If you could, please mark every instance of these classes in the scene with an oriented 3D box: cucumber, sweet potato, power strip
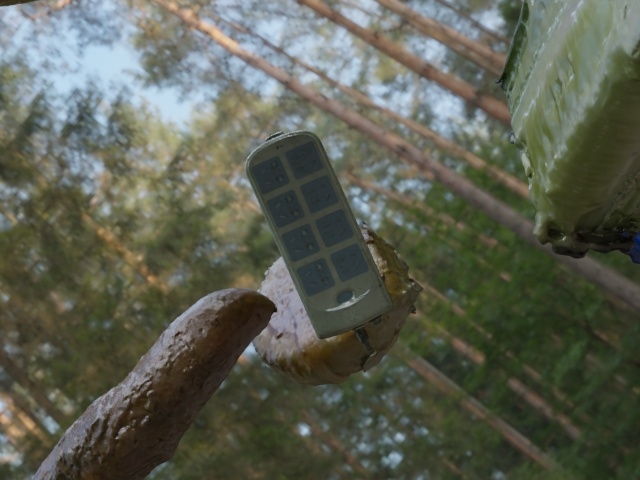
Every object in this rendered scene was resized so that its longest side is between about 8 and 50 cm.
[{"bbox_3d":[0.189,-0.116,0.659,0.105,0.145,0.325,-10,-22,-5],"label":"cucumber"},{"bbox_3d":[-0.178,0.178,1.118,0.341,0.092,0.114,-45,6,10],"label":"sweet potato"},{"bbox_3d":[0.000,0.000,1.080,0.080,0.227,0.029,-24,-6,-1],"label":"power strip"}]

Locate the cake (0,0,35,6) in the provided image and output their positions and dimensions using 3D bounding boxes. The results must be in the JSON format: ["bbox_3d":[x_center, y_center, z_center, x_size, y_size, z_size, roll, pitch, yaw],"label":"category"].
[{"bbox_3d":[-0.244,-0.308,0.962,0.178,0.185,0.208,-38,-57,-36],"label":"cake"}]

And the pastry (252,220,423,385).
[{"bbox_3d":[0.018,0.095,1.585,0.236,0.257,0.121,-41,-54,6],"label":"pastry"}]

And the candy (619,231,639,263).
[{"bbox_3d":[0.471,-0.063,1.269,0.331,0.187,0.077,-53,-1,-18],"label":"candy"}]
